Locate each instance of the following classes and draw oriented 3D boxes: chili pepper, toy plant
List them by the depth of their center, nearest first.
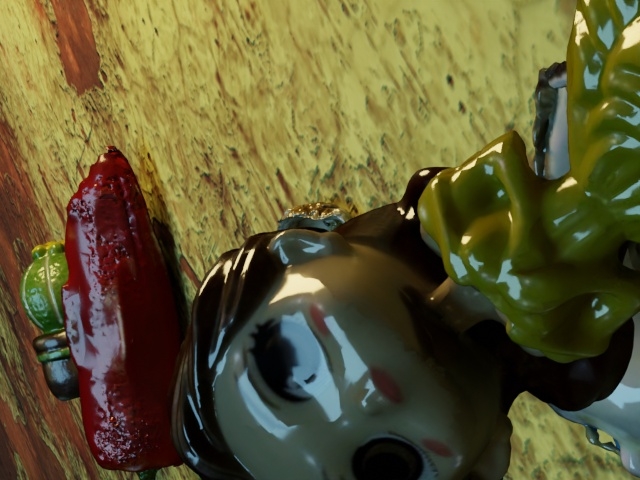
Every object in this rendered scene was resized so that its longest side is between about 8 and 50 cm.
[{"bbox_3d":[-0.173,0.099,1.268,0.110,0.110,0.388,26,126,58],"label":"chili pepper"},{"bbox_3d":[-0.257,0.079,1.433,0.093,0.092,0.162,-18,90,66],"label":"toy plant"}]

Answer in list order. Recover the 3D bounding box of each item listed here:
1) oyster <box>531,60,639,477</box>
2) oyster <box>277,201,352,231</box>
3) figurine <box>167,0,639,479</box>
[{"bbox_3d":[0.158,0.023,0.529,0.223,0.083,0.214,54,152,27],"label":"oyster"},{"bbox_3d":[-0.002,-0.002,0.911,0.093,0.034,0.051,-3,121,54],"label":"oyster"},{"bbox_3d":[0.075,-0.009,0.396,0.315,0.187,0.168,-42,31,27],"label":"figurine"}]
